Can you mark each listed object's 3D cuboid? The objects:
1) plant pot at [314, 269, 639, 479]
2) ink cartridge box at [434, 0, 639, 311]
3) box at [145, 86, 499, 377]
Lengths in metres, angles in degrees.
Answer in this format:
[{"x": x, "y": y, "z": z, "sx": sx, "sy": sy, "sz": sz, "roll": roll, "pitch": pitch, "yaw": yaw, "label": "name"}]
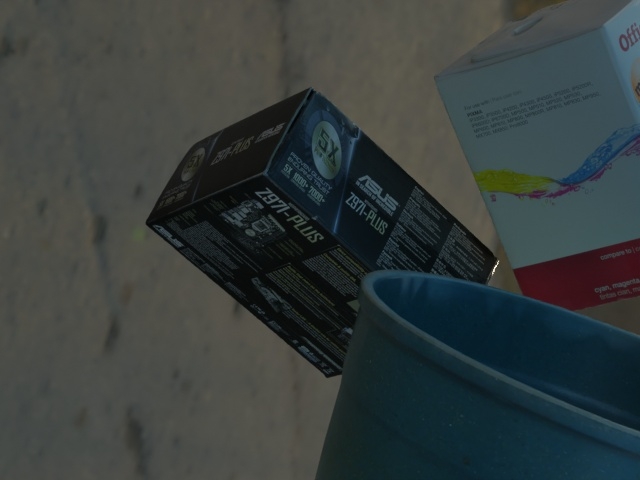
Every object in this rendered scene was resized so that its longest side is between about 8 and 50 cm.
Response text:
[{"x": 0.106, "y": 0.181, "z": 0.883, "sx": 0.255, "sy": 0.272, "sz": 0.272, "roll": -70, "pitch": 164, "yaw": 9, "label": "plant pot"}, {"x": 0.180, "y": -0.064, "z": 1.119, "sx": 0.128, "sy": 0.127, "sz": 0.176, "roll": -41, "pitch": 110, "yaw": -52, "label": "ink cartridge box"}, {"x": 0.000, "y": 0.000, "z": 1.151, "sx": 0.147, "sy": 0.180, "sz": 0.077, "roll": -20, "pitch": -145, "yaw": 52, "label": "box"}]
